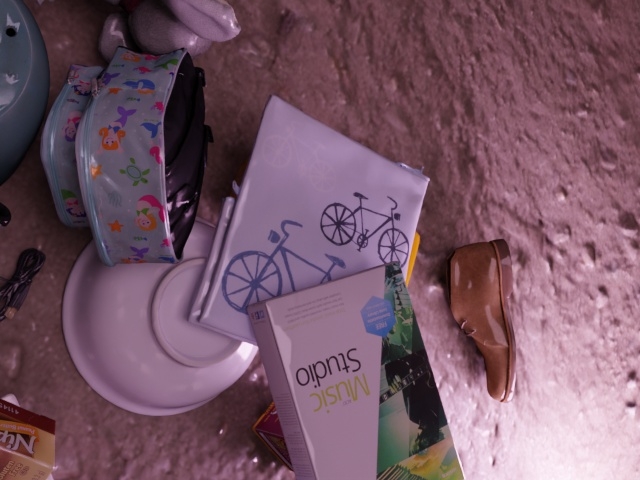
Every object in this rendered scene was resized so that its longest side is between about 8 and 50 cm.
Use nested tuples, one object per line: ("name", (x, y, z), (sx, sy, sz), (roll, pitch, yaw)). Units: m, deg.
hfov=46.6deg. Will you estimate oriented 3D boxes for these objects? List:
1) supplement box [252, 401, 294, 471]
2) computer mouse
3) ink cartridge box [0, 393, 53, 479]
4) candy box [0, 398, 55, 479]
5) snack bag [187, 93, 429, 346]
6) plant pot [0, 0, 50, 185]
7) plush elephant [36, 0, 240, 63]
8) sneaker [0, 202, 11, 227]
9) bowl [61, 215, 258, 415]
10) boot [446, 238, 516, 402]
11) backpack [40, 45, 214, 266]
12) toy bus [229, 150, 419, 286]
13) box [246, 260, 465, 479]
("supplement box", (-0.003, 0.291, 1.090), (0.081, 0.188, 0.104), (-49, 112, -27))
("computer mouse", (-0.445, 0.022, 0.906), (0.193, 0.042, 0.106), (33, 74, -33))
("ink cartridge box", (-0.394, 0.293, 0.901), (0.115, 0.067, 0.198), (-24, 101, -33))
("candy box", (-0.443, 0.292, 0.769), (0.182, 0.087, 0.316), (35, 99, -28))
("snack bag", (0.000, 0.000, 1.051), (0.323, 0.037, 0.343), (23, 74, -31))
("plant pot", (-0.435, -0.185, 0.811), (0.292, 0.235, 0.293), (3, 84, -33))
("plush elephant", (-0.209, -0.352, 0.967), (0.255, 0.271, 0.330), (46, 62, -32))
("sneaker", (-0.385, 0.021, 0.807), (0.132, 0.086, 0.229), (-26, 136, -8))
("bowl", (-0.186, 0.098, 1.017), (0.297, 0.134, 0.298), (2, 86, -33))
("boot", (0.296, 0.154, 1.377), (0.115, 0.112, 0.306), (-8, 95, -4))
("backpack", (-0.228, -0.096, 0.909), (0.190, 0.225, 0.254), (-3, 44, -6))
("toy bus", (0.006, -0.022, 1.155), (0.332, 0.130, 0.108), (26, 74, -30))
("box", (0.053, 0.208, 0.990), (0.232, 0.058, 0.322), (-15, 88, -35))
